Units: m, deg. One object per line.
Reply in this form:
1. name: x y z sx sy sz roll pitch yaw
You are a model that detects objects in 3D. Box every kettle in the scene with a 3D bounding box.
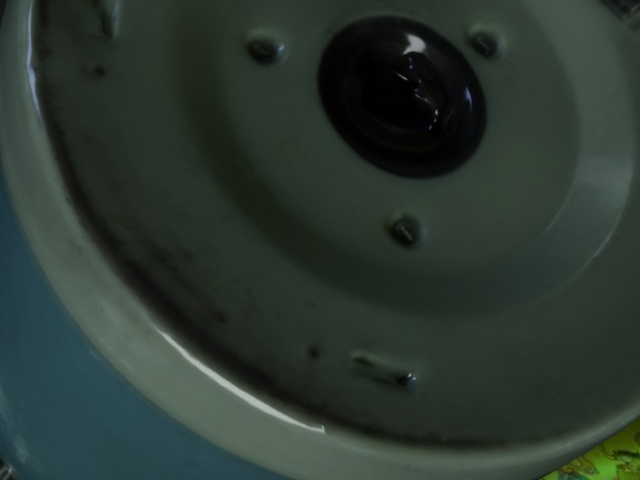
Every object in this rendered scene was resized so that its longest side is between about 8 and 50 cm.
1. kettle: 0.000 0.000 0.670 0.247 0.319 0.342 52 150 8

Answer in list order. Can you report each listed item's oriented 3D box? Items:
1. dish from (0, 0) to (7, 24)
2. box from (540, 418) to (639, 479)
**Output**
1. dish: -0.088 -0.174 0.711 0.224 0.078 0.246 11 136 12
2. box: 0.199 0.077 0.856 0.311 0.043 0.173 -23 119 36
